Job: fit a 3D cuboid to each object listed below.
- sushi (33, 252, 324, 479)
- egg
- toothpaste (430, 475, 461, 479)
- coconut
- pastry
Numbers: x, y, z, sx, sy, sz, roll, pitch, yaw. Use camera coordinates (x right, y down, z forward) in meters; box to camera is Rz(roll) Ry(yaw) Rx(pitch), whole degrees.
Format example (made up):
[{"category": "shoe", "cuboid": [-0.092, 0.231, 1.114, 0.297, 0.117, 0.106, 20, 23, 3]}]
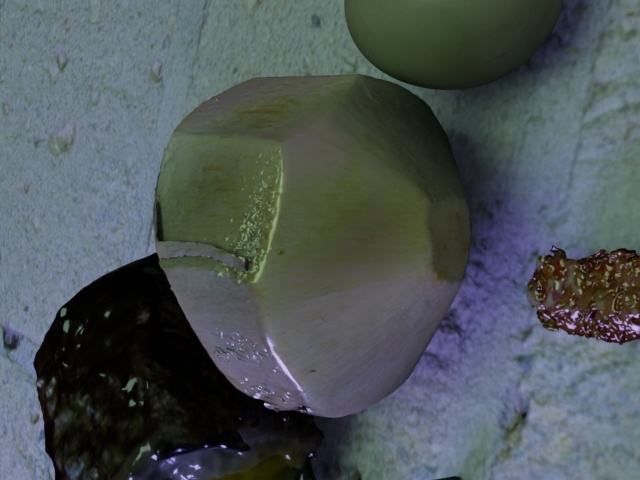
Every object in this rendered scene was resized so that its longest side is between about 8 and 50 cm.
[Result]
[{"category": "sushi", "cuboid": [-0.173, 0.209, 1.138, 0.294, 0.281, 0.299, 58, 135, 40]}, {"category": "egg", "cuboid": [0.125, -0.240, 0.958, 0.242, 0.186, 0.186, -7, 80, 50]}, {"category": "toothpaste", "cuboid": [0.105, 0.327, 1.013, 0.037, 0.043, 0.178, 35, 110, 40]}, {"category": "coconut", "cuboid": [0.000, 0.000, 0.972, 0.353, 0.353, 0.352, -7, 80, 45]}, {"category": "pastry", "cuboid": [0.267, 0.049, 0.871, 0.169, 0.063, 0.087, 3, 93, 49]}]
